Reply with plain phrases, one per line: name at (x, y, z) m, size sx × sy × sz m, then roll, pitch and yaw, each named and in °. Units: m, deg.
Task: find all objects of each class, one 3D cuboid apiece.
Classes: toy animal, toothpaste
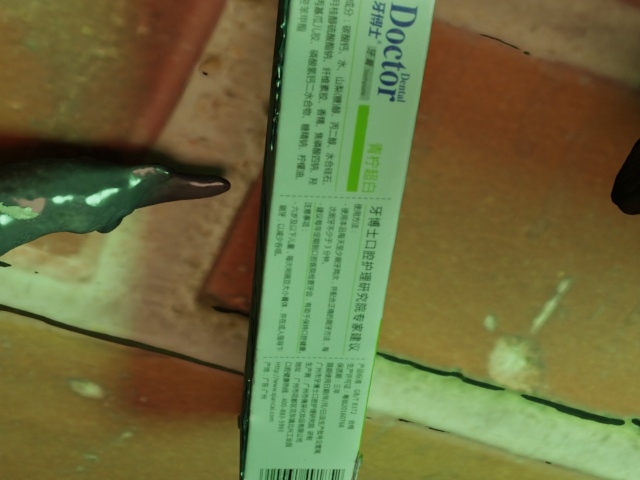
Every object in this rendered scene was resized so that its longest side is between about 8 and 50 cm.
toy animal at (-0.236, 0.001, 0.643) m, size 0.206 × 0.081 × 0.367 m, roll -16°, pitch 174°, yaw 40°
toothpaste at (0.000, 0.000, 0.703) m, size 0.067 × 0.081 × 0.336 m, roll 3°, pitch 130°, yaw -6°

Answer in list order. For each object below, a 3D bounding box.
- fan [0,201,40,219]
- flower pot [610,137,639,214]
fan at (-0.178, -0.028, 0.479) m, size 0.182 × 0.010 × 0.310 m, roll -36°, pitch 161°, yaw 16°
flower pot at (0.284, 0.007, 0.599) m, size 0.302 × 0.302 × 0.213 m, roll 19°, pitch 127°, yaw -18°
